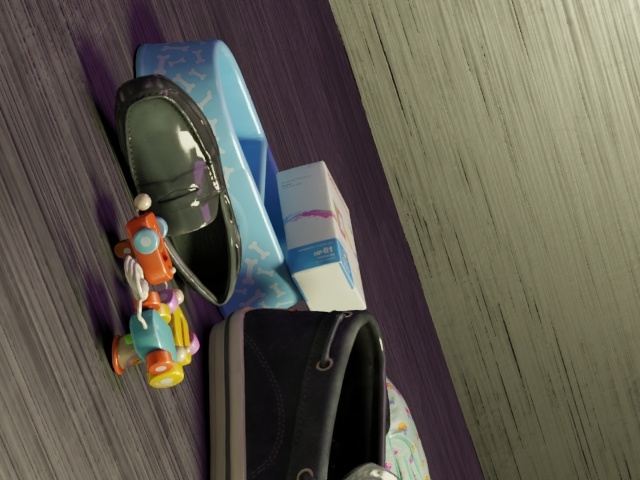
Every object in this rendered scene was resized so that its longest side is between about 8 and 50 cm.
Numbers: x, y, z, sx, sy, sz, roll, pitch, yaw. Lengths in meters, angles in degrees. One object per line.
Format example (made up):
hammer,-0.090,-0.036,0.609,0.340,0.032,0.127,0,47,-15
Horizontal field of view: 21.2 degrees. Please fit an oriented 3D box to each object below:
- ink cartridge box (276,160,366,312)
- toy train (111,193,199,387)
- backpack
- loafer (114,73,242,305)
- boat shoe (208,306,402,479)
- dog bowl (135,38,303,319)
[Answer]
ink cartridge box,0.000,0.000,1.612,0.088,0.052,0.122,62,14,-53
toy train,-0.132,0.042,1.239,0.166,0.046,0.125,-84,155,-75
backpack,0.046,0.211,1.804,0.182,0.115,0.152,69,7,-45
loafer,-0.110,-0.039,1.398,0.078,0.076,0.223,-108,179,-48
boat shoe,0.007,0.250,1.376,0.187,0.156,0.500,67,12,-47
dog bowl,-0.085,-0.055,1.592,0.166,0.074,0.297,-90,163,-60
